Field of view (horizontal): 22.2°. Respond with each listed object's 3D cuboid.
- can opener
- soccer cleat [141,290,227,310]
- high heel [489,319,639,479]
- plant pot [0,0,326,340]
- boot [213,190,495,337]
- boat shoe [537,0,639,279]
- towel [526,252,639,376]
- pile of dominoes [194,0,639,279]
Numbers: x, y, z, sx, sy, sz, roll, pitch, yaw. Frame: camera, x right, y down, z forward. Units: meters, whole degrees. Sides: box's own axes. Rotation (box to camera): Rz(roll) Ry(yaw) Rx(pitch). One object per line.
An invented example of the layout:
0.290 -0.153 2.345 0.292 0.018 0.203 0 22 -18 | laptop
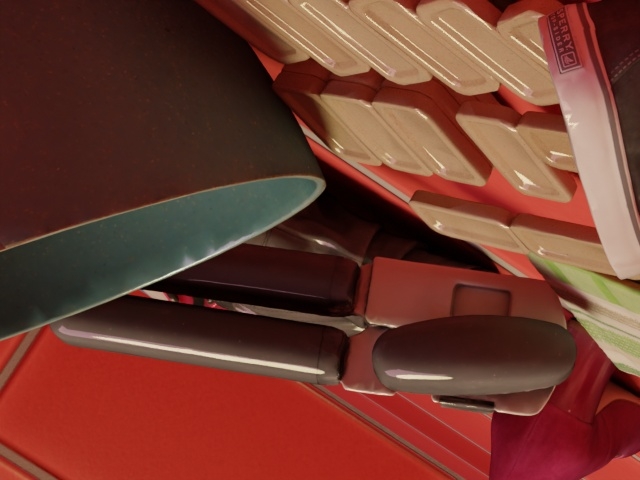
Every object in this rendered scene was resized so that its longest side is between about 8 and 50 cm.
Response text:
-0.007 0.036 0.863 0.283 0.076 0.095 8 167 5 | can opener
-0.126 0.014 1.574 0.331 0.116 0.143 32 -171 20 | soccer cleat
0.161 0.136 1.067 0.082 0.117 0.244 30 172 17 | high heel
-0.166 -0.064 0.730 0.290 0.290 0.195 113 137 -82 | plant pot
0.000 0.000 0.997 0.222 0.118 0.338 21 175 27 | boot
0.097 -0.028 0.490 0.142 0.040 0.049 54 -158 -63 | boat shoe
0.174 0.045 0.828 0.113 0.023 0.152 24 166 39 | towel
0.083 -0.049 0.610 0.251 0.040 0.196 14 159 44 | pile of dominoes
